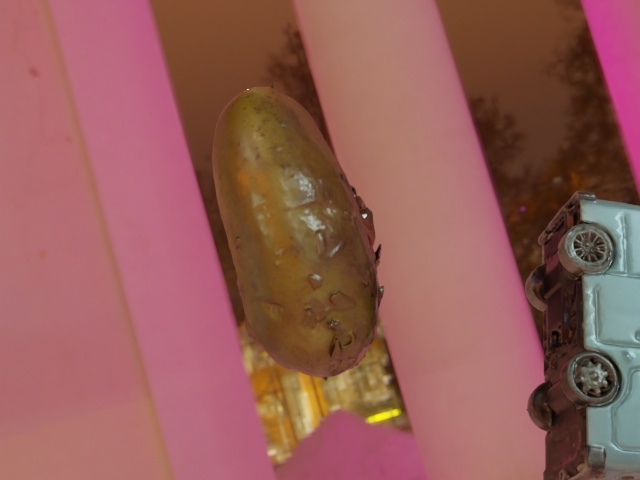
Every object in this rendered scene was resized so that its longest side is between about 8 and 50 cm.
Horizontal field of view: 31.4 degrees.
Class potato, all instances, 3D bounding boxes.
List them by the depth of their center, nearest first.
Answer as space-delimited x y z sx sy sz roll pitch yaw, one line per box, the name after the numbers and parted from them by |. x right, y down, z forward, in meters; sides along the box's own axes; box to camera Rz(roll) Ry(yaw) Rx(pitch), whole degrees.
-0.019 -0.012 0.914 0.113 0.251 0.149 -13 -13 12 | potato

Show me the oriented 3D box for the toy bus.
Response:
0.293 0.105 1.087 0.164 0.271 0.133 6 -23 -6 | toy bus

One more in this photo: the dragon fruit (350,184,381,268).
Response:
-0.003 0.009 1.551 0.189 0.182 0.182 -60 -20 13 | dragon fruit
